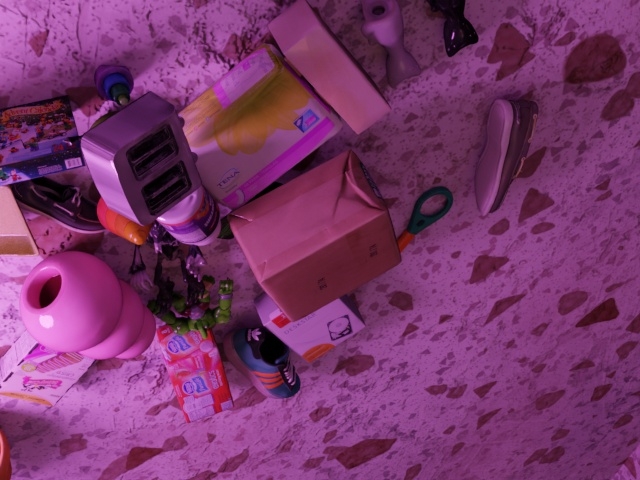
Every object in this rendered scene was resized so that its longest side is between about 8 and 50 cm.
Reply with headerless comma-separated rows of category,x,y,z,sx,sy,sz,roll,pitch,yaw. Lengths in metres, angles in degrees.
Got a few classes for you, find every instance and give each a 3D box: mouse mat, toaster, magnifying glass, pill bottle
mouse mat,-0.149,-0.061,1.910,0.190,0.007,0.152,-37,167,14
toaster,-0.305,-0.135,1.533,0.186,0.110,0.168,-39,135,-27
magnifying glass,0.231,-0.039,2.168,0.092,0.026,0.231,15,123,-37
pill bottle,-0.253,-0.056,1.732,0.108,0.108,0.193,-26,160,1

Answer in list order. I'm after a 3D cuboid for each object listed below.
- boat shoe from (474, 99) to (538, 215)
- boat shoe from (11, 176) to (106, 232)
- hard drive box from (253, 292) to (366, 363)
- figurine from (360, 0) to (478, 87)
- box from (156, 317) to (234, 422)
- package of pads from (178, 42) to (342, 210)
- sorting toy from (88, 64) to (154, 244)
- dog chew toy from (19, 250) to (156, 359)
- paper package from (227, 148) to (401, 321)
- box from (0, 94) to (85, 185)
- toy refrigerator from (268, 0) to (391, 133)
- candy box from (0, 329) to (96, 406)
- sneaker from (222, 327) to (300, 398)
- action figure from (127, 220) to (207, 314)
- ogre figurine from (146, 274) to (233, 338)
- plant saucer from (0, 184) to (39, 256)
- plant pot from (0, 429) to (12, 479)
boat shoe,0.417,-0.182,2.046,0.091,0.109,0.305,-7,132,-14
boat shoe,-0.486,-0.073,1.732,0.206,0.075,0.065,22,124,-35
hard drive box,-0.024,0.178,2.211,0.181,0.089,0.232,-34,138,8
figurine,0.192,-0.402,1.730,0.215,0.092,0.209,-29,143,4
box,-0.299,0.309,2.181,0.128,0.122,0.257,-18,138,-9
package of pads,-0.139,-0.212,1.741,0.296,0.101,0.229,-38,138,12
sorting toy,-0.352,-0.134,1.654,0.127,0.126,0.365,-11,126,-18
dog chew toy,-0.466,0.154,1.893,0.206,0.206,0.332,-34,147,9
paper package,0.000,0.000,1.921,0.309,0.168,0.325,-29,156,0
box,-0.532,-0.164,1.548,0.233,0.159,0.044,-15,137,-13
toy refrigerator,0.018,-0.321,1.707,0.094,0.102,0.269,-36,139,12
candy box,-0.602,0.262,2.020,0.159,0.071,0.233,24,119,-42
sneaker,-0.114,0.309,2.266,0.121,0.108,0.302,-17,142,24
action figure,-0.315,0.042,1.888,0.164,0.141,0.275,-12,140,-2
ogre figurine,-0.284,0.157,2.056,0.197,0.097,0.118,-28,128,-15
plant saucer,-0.628,-0.048,1.671,0.188,0.045,0.188,0,138,6
plant pot,-0.810,0.524,2.110,0.205,0.205,0.188,-19,154,-8
